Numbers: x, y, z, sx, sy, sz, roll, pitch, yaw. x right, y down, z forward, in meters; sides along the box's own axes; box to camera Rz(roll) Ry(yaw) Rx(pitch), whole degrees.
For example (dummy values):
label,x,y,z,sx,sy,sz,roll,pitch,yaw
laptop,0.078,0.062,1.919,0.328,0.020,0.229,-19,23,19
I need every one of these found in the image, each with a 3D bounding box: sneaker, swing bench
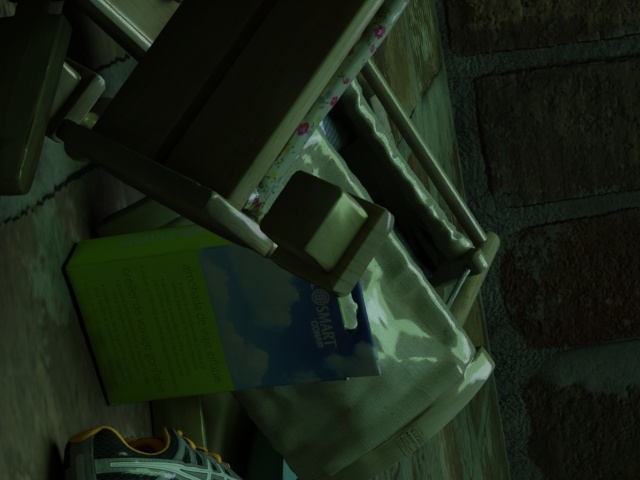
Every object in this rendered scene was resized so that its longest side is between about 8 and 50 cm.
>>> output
label,x,y,z,sx,sy,sz,roll,pitch,yaw
sneaker,-0.090,0.155,0.947,0.215,0.084,0.083,20,54,-70
swing bench,0.000,0.000,1.106,0.253,0.165,0.255,54,21,-21

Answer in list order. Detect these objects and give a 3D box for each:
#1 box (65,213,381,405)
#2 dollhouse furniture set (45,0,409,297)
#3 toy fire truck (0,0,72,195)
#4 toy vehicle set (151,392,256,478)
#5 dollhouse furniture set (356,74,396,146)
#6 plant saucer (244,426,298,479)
label,x,y,z,sx,sy,sz,roll,pitch,yaw
box,-0.057,0.041,0.952,0.042,0.178,0.109,-78,157,-60
dollhouse furniture set,0.010,-0.129,0.869,0.303,0.355,0.174,-55,136,-7
toy fire truck,-0.114,-0.156,0.778,0.158,0.217,0.246,-28,119,-47
toy vehicle set,-0.074,0.204,1.126,0.166,0.035,0.267,27,56,-77
dollhouse furniture set,0.032,-0.041,1.373,0.184,0.129,0.129,46,-11,33
plant saucer,-0.008,0.260,1.211,0.317,0.043,0.318,-7,90,-79
